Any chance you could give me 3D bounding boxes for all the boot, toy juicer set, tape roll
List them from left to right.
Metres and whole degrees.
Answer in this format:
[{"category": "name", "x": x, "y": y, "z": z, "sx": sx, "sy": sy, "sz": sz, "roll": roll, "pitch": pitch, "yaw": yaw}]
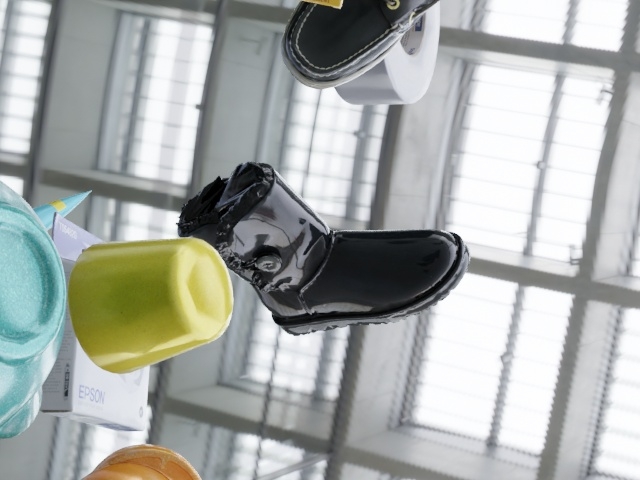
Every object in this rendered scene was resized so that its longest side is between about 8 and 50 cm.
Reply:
[{"category": "toy juicer set", "x": -0.162, "y": 0.058, "z": 0.546, "sx": 0.090, "sy": 0.329, "sz": 0.209, "roll": -12, "pitch": -114, "yaw": 29}, {"category": "boot", "x": 0.000, "y": 0.000, "z": 1.351, "sx": 0.247, "sy": 0.207, "sz": 0.094, "roll": -16, "pitch": -134, "yaw": 30}, {"category": "tape roll", "x": 0.068, "y": -0.261, "z": 1.482, "sx": 0.072, "sy": 0.219, "sz": 0.219, "roll": 2, "pitch": -89, "yaw": 22}, {"category": "boot", "x": 0.069, "y": -0.226, "z": 1.015, "sx": 0.236, "sy": 0.178, "sz": 0.085, "roll": -43, "pitch": -92, "yaw": -13}]

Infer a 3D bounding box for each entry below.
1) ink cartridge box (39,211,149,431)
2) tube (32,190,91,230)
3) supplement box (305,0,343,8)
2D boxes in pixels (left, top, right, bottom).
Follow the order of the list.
[{"category": "ink cartridge box", "x": -0.251, "y": 0.099, "z": 1.527, "sx": 0.045, "sy": 0.223, "sz": 0.223, "roll": -3, "pitch": -103, "yaw": 13}, {"category": "tube", "x": -0.371, "y": -0.013, "z": 1.656, "sx": 0.080, "sy": 0.207, "sz": 0.052, "roll": -13, "pitch": -74, "yaw": 31}, {"category": "supplement box", "x": -0.004, "y": -0.200, "z": 0.866, "sx": 0.055, "sy": 0.043, "sz": 0.083, "roll": 11, "pitch": -50, "yaw": 2}]
